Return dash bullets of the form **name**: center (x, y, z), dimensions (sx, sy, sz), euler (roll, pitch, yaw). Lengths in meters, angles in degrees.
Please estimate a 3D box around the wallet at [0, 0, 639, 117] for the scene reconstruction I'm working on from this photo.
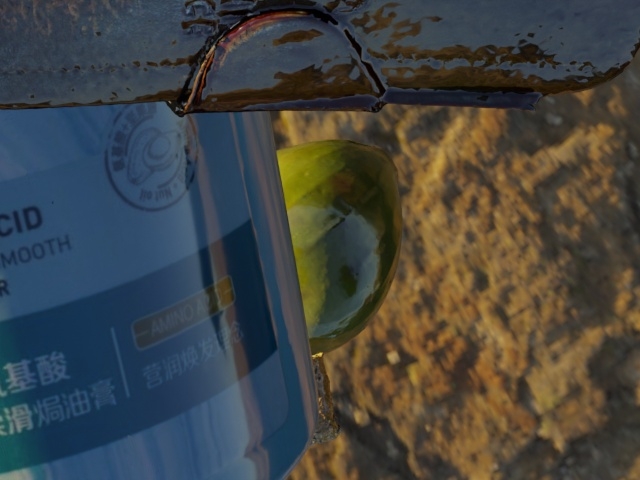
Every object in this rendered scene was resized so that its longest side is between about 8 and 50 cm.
- **wallet**: center (-0.008, -0.092, 0.509), dimensions (0.255, 0.031, 0.137), euler (1, 139, -5)

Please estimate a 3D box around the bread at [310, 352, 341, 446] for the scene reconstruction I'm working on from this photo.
- **bread**: center (-0.030, 0.128, 1.169), dimensions (0.083, 0.076, 0.070), euler (-15, 87, -8)

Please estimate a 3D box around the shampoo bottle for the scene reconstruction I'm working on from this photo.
- **shampoo bottle**: center (-0.186, -0.019, 0.854), dimensions (0.331, 0.331, 0.343), euler (-12, 108, -4)

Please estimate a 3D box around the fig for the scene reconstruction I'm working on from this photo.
- **fig**: center (0.000, 0.000, 1.512), dimensions (0.225, 0.203, 0.203), euler (-39, 118, -23)
